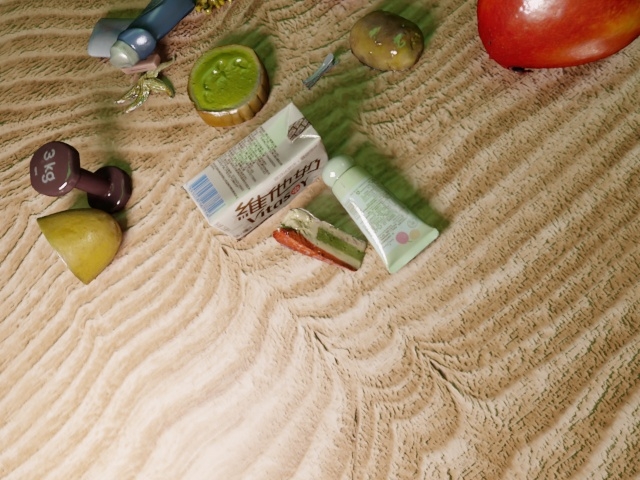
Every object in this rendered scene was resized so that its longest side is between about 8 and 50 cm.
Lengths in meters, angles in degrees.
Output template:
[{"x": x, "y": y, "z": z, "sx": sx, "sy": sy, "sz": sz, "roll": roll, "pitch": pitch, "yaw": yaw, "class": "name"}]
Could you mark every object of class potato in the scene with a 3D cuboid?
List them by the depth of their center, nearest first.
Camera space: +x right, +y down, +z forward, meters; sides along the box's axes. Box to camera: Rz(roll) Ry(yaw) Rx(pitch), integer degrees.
[{"x": 0.170, "y": -0.529, "z": 1.091, "sx": 0.200, "sy": 0.081, "sz": 0.164, "roll": 26, "pitch": 85, "yaw": 17, "class": "potato"}, {"x": -0.606, "y": -0.005, "z": 1.099, "sx": 0.158, "sy": 0.178, "sz": 0.203, "roll": -31, "pitch": 85, "yaw": -18, "class": "potato"}]

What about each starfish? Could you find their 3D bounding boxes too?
[{"x": -0.517, "y": -0.472, "z": 1.236, "sx": 0.223, "sy": 0.050, "sz": 0.217, "roll": -43, "pitch": 66, "yaw": -5, "class": "starfish"}]

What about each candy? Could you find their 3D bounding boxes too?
[{"x": -0.610, "y": -0.612, "z": 1.262, "sx": 0.174, "sy": 0.071, "sz": 0.138, "roll": 8, "pitch": 75, "yaw": 13, "class": "candy"}]

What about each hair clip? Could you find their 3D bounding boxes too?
[{"x": -0.003, "y": -0.460, "z": 1.131, "sx": 0.115, "sy": 0.039, "sz": 0.030, "roll": -44, "pitch": 69, "yaw": 2, "class": "hair clip"}]

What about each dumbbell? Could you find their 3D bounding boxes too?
[{"x": -0.617, "y": -0.157, "z": 1.091, "sx": 0.124, "sy": 0.225, "sz": 0.140, "roll": -12, "pitch": 79, "yaw": 11, "class": "dumbbell"}]

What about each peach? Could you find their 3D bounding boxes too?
[{"x": 0.525, "y": -0.531, "z": 0.899, "sx": 0.370, "sy": 0.370, "sz": 0.370, "roll": -2, "pitch": 78, "yaw": 11, "class": "peach"}]

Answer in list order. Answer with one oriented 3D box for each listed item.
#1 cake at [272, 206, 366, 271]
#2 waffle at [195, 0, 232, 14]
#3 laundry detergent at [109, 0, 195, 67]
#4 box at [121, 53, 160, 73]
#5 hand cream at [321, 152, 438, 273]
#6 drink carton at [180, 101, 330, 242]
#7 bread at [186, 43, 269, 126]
[{"x": -0.005, "y": -0.007, "z": 0.998, "sx": 0.220, "sy": 0.117, "sz": 0.086, "roll": 20, "pitch": 77, "yaw": 15, "class": "cake"}, {"x": -0.323, "y": -0.800, "z": 1.258, "sx": 0.228, "sy": 0.051, "sz": 0.232, "roll": -41, "pitch": 73, "yaw": 4, "class": "waffle"}, {"x": -0.481, "y": -0.596, "z": 1.184, "sx": 0.143, "sy": 0.094, "sz": 0.290, "roll": 16, "pitch": 68, "yaw": 37, "class": "laundry detergent"}, {"x": -0.521, "y": -0.513, "z": 1.213, "sx": 0.115, "sy": 0.025, "sz": 0.048, "roll": -1, "pitch": 66, "yaw": 17, "class": "box"}, {"x": 0.126, "y": -0.080, "z": 1.001, "sx": 0.147, "sy": 0.093, "sz": 0.306, "roll": -41, "pitch": 76, "yaw": 2, "class": "hand cream"}, {"x": -0.141, "y": -0.151, "z": 1.013, "sx": 0.324, "sy": 0.194, "sz": 0.132, "roll": -38, "pitch": 76, "yaw": 1, "class": "drink carton"}, {"x": -0.256, "y": -0.428, "z": 1.157, "sx": 0.236, "sy": 0.070, "sz": 0.236, "roll": -2, "pitch": 79, "yaw": 9, "class": "bread"}]
